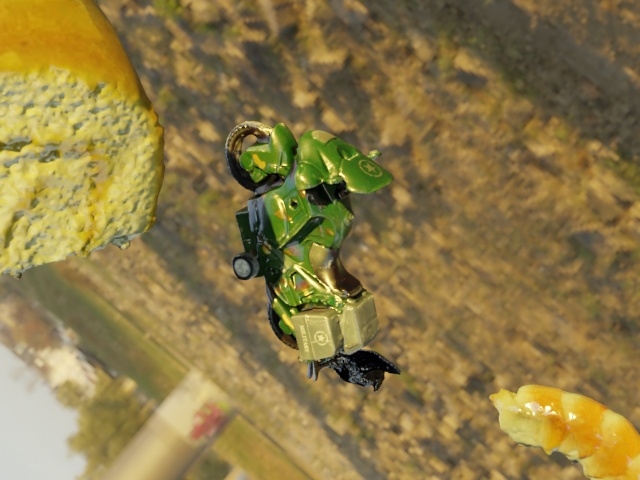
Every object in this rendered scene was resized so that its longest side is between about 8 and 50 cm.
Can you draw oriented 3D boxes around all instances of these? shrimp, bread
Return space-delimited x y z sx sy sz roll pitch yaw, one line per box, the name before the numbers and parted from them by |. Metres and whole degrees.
shrimp | 0.207 0.214 1.081 0.161 0.166 0.049 21 -167 17
bread | -0.352 -0.108 1.043 0.239 0.395 0.264 41 135 49

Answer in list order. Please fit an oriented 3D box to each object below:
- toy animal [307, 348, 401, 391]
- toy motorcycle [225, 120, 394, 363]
toy animal | 0.036 0.158 1.595 0.108 0.062 0.220 11 172 -16
toy motorcycle | 0.000 0.000 1.311 0.187 0.125 0.274 -5 106 31
